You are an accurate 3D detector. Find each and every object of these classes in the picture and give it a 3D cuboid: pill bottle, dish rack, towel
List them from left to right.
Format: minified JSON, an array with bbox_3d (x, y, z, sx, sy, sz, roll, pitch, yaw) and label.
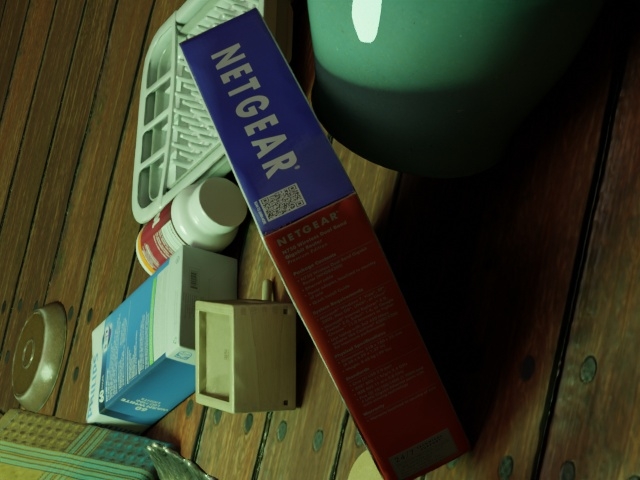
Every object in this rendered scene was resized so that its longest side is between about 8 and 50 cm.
[{"bbox_3d":[-0.366,0.339,1.922,0.271,0.040,0.370,9,40,33],"label":"towel"},{"bbox_3d":[-0.149,-0.014,1.981,0.152,0.086,0.086,-38,44,49],"label":"pill bottle"},{"bbox_3d":[-0.123,-0.187,2.039,0.333,0.072,0.285,-37,44,51],"label":"dish rack"}]

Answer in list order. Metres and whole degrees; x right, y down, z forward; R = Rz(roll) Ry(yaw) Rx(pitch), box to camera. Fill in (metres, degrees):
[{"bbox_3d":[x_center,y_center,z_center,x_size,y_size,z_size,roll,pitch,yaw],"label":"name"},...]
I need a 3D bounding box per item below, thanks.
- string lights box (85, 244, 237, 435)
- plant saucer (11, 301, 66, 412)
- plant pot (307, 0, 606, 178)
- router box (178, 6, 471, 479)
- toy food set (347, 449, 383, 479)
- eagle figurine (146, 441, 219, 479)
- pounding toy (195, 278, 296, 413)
[{"bbox_3d":[-0.192,0.123,1.999,0.260,0.077,0.133,-40,42,49],"label":"string lights box"},{"bbox_3d":[-0.418,0.169,2.473,0.168,0.029,0.168,-39,42,48],"label":"plant saucer"},{"bbox_3d":[0.106,-0.204,1.416,0.271,0.272,0.255,-108,26,-48],"label":"plant pot"},{"bbox_3d":[0.000,0.000,1.471,0.082,0.301,0.335,-26,36,0],"label":"router box"},{"bbox_3d":[0.050,0.227,1.533,0.082,0.020,0.083,-64,28,19],"label":"toy food set"},{"bbox_3d":[-0.030,0.299,1.333,0.226,0.298,0.225,21,94,62],"label":"eagle figurine"},{"bbox_3d":[-0.072,0.109,1.775,0.141,0.100,0.130,-178,88,-66],"label":"pounding toy"}]
